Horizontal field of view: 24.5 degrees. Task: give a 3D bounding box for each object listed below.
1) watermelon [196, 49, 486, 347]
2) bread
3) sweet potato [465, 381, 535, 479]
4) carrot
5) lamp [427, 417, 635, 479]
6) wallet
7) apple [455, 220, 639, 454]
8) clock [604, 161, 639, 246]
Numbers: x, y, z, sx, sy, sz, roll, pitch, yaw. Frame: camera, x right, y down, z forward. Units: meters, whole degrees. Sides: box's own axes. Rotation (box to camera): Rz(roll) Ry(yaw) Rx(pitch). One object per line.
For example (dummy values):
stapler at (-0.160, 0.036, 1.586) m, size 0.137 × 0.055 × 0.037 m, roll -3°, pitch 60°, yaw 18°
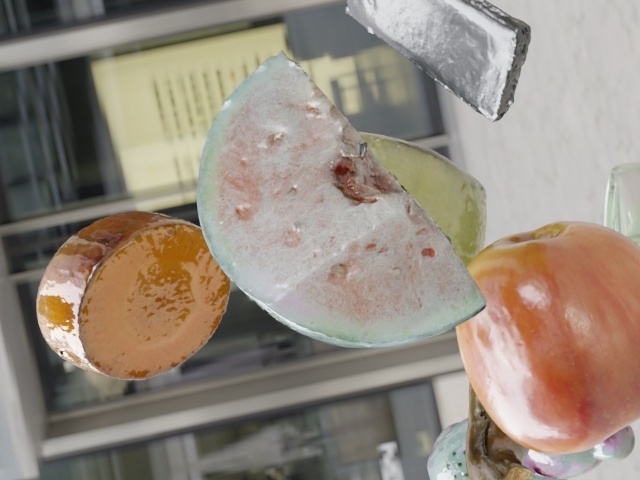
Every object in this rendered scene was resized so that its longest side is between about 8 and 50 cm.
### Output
watermelon at (0.002, 0.003, 1.417) m, size 0.322 × 0.188 × 0.175 m, roll 56°, pitch 177°, yaw 31°
bread at (0.077, -0.021, 2.055) m, size 0.320 × 0.320 × 0.237 m, roll 155°, pitch 139°, yaw -88°
sweet potato at (0.224, 0.202, 1.788) m, size 0.112 × 0.085 × 0.286 m, roll 105°, pitch 173°, yaw -62°
carrot at (-0.249, 0.082, 2.087) m, size 0.100 × 0.307 × 0.258 m, roll 31°, pitch 100°, yaw 41°
lamp at (0.287, 0.280, 2.161) m, size 0.247 × 0.301 × 0.247 m, roll 13°, pitch -140°, yaw -47°
wallet at (0.134, -0.268, 1.789) m, size 0.285 × 0.030 × 0.146 m, roll 41°, pitch 140°, yaw 29°
apple at (0.272, 0.095, 1.599) m, size 0.241 × 0.242 × 0.242 m, roll 64°, pitch 177°, yaw 2°
clock at (0.471, 0.007, 2.121) m, size 0.265 × 0.108 × 0.324 m, roll 77°, pitch -167°, yaw -65°
